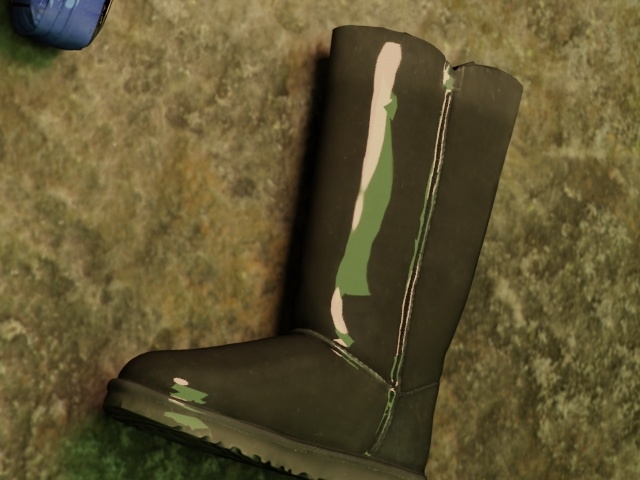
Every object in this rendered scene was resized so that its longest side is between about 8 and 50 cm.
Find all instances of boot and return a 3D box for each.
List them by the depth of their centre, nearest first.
[{"bbox_3d":[0.001,0.001,1.859,0.367,0.146,0.445,23,79,-39],"label":"boot"}]

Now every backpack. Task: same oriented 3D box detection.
[{"bbox_3d":[-0.239,-0.236,1.763,0.101,0.098,0.120,14,92,-21],"label":"backpack"}]
